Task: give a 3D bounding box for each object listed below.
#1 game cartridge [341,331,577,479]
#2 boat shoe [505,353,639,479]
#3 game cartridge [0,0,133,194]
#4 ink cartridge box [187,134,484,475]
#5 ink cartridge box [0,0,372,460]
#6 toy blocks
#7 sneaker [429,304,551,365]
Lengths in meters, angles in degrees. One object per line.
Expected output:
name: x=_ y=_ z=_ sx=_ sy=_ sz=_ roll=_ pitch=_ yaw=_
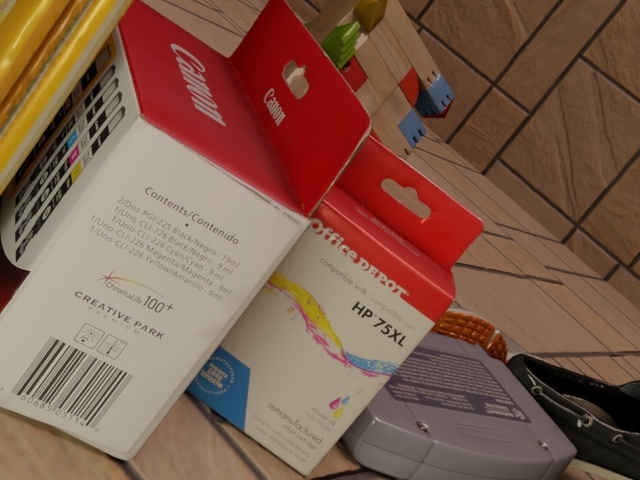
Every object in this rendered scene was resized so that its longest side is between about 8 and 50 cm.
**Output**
game cartridge: x=0.109 y=0.157 z=1.061 sx=0.294 sy=0.060 sz=0.196 roll=16 pitch=21 yaw=-40
boat shoe: x=0.345 y=0.199 z=1.231 sx=0.340 sy=0.113 sz=0.127 roll=17 pitch=21 yaw=-3
game cartridge: x=-0.237 y=-0.153 z=0.767 sx=0.052 sy=0.285 sz=0.324 roll=28 pitch=17 yaw=-37
ink cartridge box: x=0.009 y=0.046 z=0.850 sx=0.134 sy=0.231 sz=0.078 roll=36 pitch=14 yaw=-5
ink cartridge box: x=-0.124 y=-0.059 z=0.772 sx=0.130 sy=0.272 sz=0.309 roll=31 pitch=15 yaw=-27
toy blocks: x=0.059 y=-0.221 z=1.747 sx=0.190 sy=0.381 sz=0.261 roll=-4 pitch=-52 yaw=48
sneaker: x=0.168 y=0.128 z=1.302 sx=0.262 sy=0.099 sz=0.121 roll=35 pitch=5 yaw=-45
